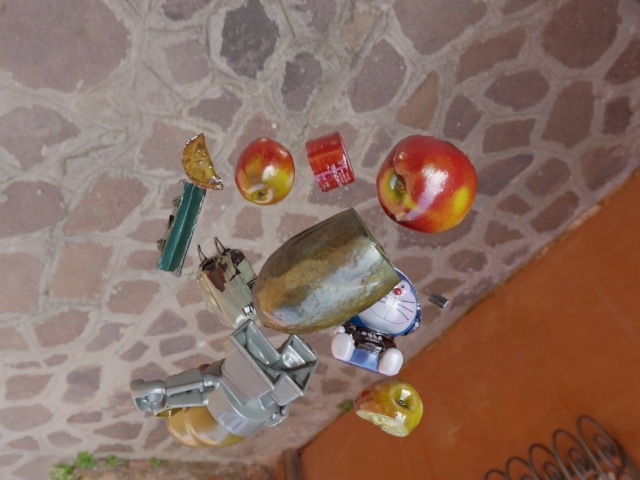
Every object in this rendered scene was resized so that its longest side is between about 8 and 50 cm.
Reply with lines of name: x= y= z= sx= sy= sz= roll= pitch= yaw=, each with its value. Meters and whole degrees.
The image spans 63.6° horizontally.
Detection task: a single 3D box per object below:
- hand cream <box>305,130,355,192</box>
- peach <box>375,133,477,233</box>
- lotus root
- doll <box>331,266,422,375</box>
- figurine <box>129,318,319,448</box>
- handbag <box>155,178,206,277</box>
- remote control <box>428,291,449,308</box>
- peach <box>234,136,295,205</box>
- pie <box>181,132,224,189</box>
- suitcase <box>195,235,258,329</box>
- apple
hand cream: x=0.035 y=-0.271 z=1.775 sx=0.125 sy=0.193 sz=0.193 roll=-19 pitch=139 yaw=11
peach: x=0.225 y=-0.119 z=1.065 sx=0.226 sy=0.196 sz=0.190 roll=-12 pitch=151 yaw=-41
lotus root: x=-0.002 y=0.091 z=1.221 sx=0.345 sy=0.251 sz=0.250 roll=-27 pitch=138 yaw=9
doll: x=0.153 y=0.211 z=1.474 sx=0.283 sy=0.310 sz=0.240 roll=22 pitch=164 yaw=-12
figurine: x=-0.168 y=0.283 z=0.947 sx=0.342 sy=0.167 sz=0.285 roll=38 pitch=115 yaw=-24
handbag: x=-0.498 y=-0.048 z=1.801 sx=0.089 sy=0.238 sz=0.327 roll=17 pitch=89 yaw=-23
remote control: x=0.388 y=0.196 z=1.707 sx=0.014 sy=0.096 sz=0.039 roll=43 pitch=87 yaw=-22
peach: x=-0.168 y=-0.208 z=1.558 sx=0.190 sy=0.193 sz=0.190 roll=9 pitch=152 yaw=5
pie: x=-0.339 y=-0.210 z=1.443 sx=0.088 sy=0.191 sz=0.033 roll=-25 pitch=162 yaw=3
suitcase: x=-0.340 y=0.155 z=1.843 sx=0.193 sy=0.340 sz=0.351 roll=-29 pitch=-177 yaw=-19
apple: x=0.204 y=0.494 z=1.543 sx=0.195 sy=0.160 sz=0.173 roll=34 pitch=131 yaw=-5
